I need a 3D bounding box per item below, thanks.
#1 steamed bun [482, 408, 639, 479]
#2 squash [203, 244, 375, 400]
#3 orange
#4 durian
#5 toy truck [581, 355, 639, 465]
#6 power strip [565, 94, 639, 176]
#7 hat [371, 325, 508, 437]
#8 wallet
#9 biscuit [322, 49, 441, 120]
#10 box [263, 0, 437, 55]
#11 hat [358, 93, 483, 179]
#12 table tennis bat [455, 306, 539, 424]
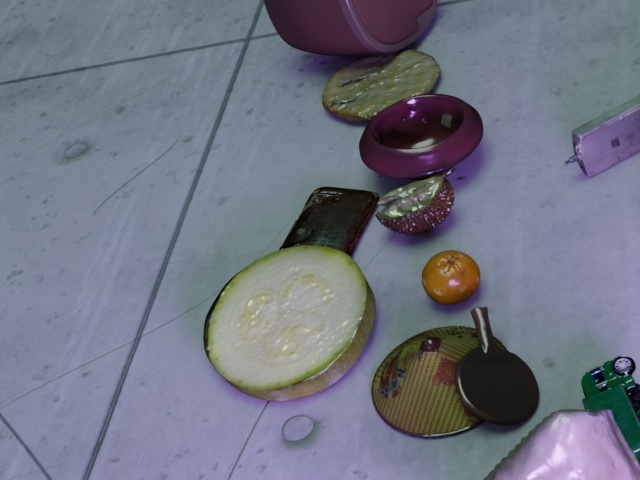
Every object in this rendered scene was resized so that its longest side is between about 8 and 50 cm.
[{"bbox_3d":[0.257,0.283,1.293,0.218,0.211,0.144,-45,66,8],"label":"steamed bun"},{"bbox_3d":[-0.046,0.117,1.733,0.252,0.049,0.252,-14,48,16],"label":"squash"},{"bbox_3d":[0.181,0.051,1.704,0.083,0.070,0.083,-10,41,8],"label":"orange"},{"bbox_3d":[0.156,-0.053,1.838,0.140,0.071,0.110,-34,30,10],"label":"durian"},{"bbox_3d":[0.356,0.208,1.434,0.079,0.065,0.147,-21,39,7],"label":"toy truck"},{"bbox_3d":[0.459,-0.167,1.823,0.227,0.080,0.029,-27,35,-8],"label":"power strip"},{"bbox_3d":[0.149,0.156,1.584,0.193,0.082,0.193,-13,37,10],"label":"hat"},{"bbox_3d":[0.000,0.000,1.882,0.122,0.031,0.232,4,46,25],"label":"wallet"},{"bbox_3d":[0.105,-0.276,2.163,0.220,0.033,0.219,-14,37,10],"label":"biscuit"},{"bbox_3d":[0.047,-0.478,2.245,0.216,0.301,0.301,-1,41,42],"label":"box"},{"bbox_3d":[0.162,-0.152,1.943,0.206,0.089,0.205,-10,37,7],"label":"hat"},{"bbox_3d":[0.227,0.128,1.511,0.108,0.119,0.169,1,53,-14],"label":"table tennis bat"}]
